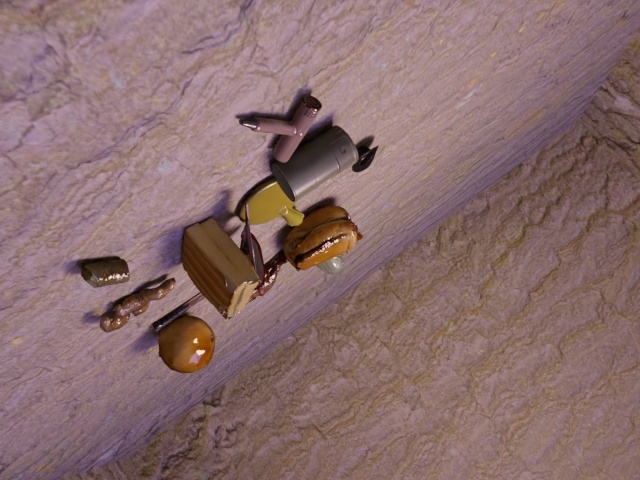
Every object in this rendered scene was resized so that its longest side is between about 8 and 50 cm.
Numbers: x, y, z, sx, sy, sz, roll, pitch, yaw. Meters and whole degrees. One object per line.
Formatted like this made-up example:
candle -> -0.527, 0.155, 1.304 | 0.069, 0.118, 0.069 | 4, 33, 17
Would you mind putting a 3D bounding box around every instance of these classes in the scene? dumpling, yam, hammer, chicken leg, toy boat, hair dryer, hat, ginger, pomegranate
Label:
dumpling -> 0.042, 0.088, 2.557 | 0.108, 0.153, 0.219 | -55, -170, -34
yam -> -0.547, 0.084, 1.378 | 0.070, 0.069, 0.147 | -45, 164, 26
hammer -> -0.491, 0.242, 2.001 | 0.288, 0.033, 0.111 | -33, 163, -9
chicken leg -> -0.257, 0.154, 2.175 | 0.323, 0.083, 0.177 | -25, 146, -26
toy boat -> -0.199, 0.033, 1.601 | 0.072, 0.218, 0.318 | -8, 165, -13
hair dryer -> -0.121, -0.260, 1.326 | 0.221, 0.053, 0.195 | -20, 158, -42
hat -> 0.143, -0.283, 1.812 | 0.121, 0.050, 0.121 | -37, 162, -14
ginger -> -0.564, 0.197, 1.684 | 0.259, 0.065, 0.149 | -36, 178, -22
pomegranate -> -0.506, 0.396, 2.066 | 0.233, 0.233, 0.233 | -34, 164, -11

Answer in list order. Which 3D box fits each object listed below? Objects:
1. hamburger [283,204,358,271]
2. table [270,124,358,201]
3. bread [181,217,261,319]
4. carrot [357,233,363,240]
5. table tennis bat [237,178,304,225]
hamburger -> -0.003, 0.000, 2.078 | 0.284, 0.174, 0.304 | -31, 163, -11
table -> -0.018, -0.218, 1.529 | 0.220, 0.126, 0.126 | -34, 164, -12
bread -> -0.298, 0.093, 1.599 | 0.111, 0.246, 0.239 | -33, 164, -30
carrot -> 0.146, -0.002, 2.618 | 0.224, 0.057, 0.057 | -22, 159, -50
table tennis bat -> -0.132, -0.112, 1.732 | 0.224, 0.054, 0.369 | -36, 161, 8
